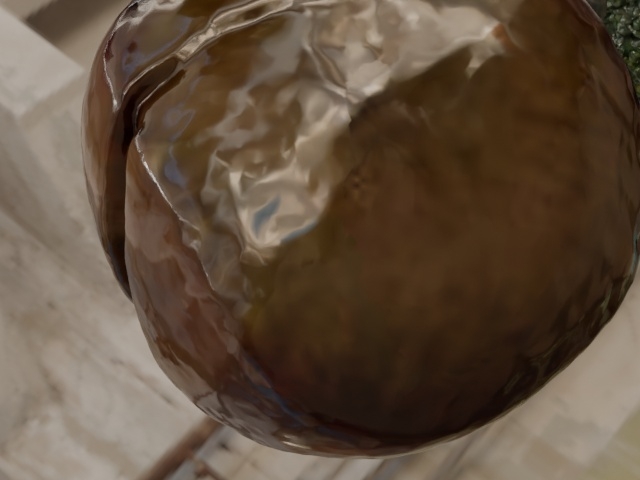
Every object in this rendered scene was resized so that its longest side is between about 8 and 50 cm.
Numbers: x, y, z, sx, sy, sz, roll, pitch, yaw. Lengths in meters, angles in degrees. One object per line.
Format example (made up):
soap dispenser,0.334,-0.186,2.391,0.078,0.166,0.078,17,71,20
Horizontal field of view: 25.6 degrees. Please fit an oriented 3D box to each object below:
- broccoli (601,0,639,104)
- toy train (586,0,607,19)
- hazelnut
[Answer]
broccoli,0.418,-0.272,1.441,0.338,0.317,0.277,-33,-51,-11
toy train,0.028,-0.157,0.831,0.260,0.177,0.134,-10,-17,-1
hazelnut,0.010,-0.013,0.516,0.208,0.208,0.208,-47,-19,-21
